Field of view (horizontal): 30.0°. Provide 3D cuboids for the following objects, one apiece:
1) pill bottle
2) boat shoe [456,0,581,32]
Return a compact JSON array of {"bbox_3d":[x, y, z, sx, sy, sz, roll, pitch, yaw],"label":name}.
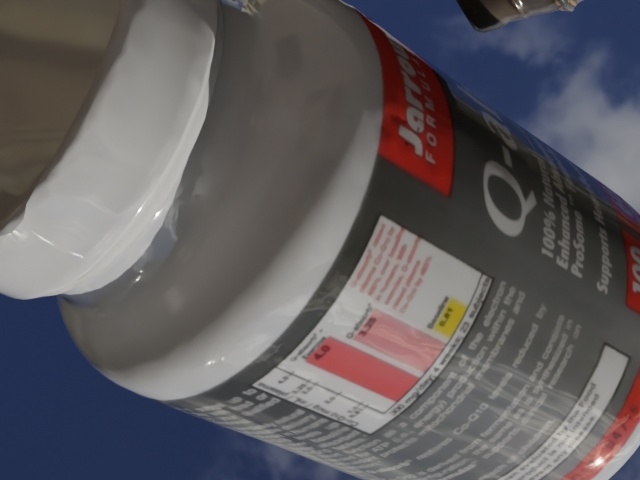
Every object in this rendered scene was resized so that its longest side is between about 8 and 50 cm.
[{"bbox_3d":[0.000,0.000,0.601,0.210,0.363,0.210,-28,-132,37],"label":"pill bottle"},{"bbox_3d":[0.080,-0.250,0.719,0.130,0.132,0.355,-29,-141,12],"label":"boat shoe"}]
